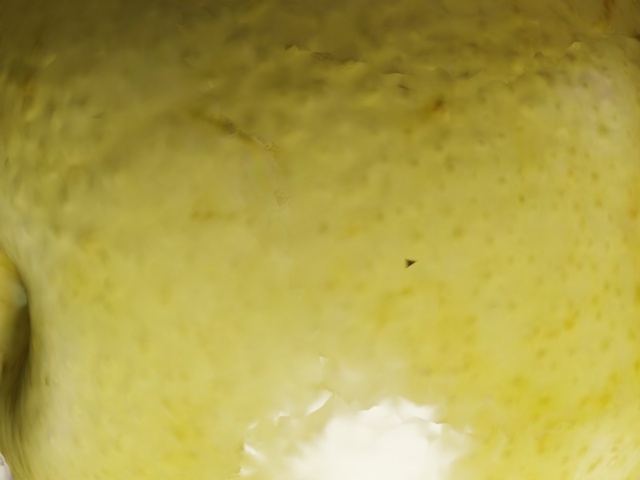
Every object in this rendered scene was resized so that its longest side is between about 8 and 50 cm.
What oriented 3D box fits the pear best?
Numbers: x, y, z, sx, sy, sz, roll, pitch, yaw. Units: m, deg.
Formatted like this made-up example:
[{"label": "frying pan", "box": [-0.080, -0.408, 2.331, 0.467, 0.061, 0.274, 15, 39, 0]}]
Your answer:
[{"label": "pear", "box": [0.000, 0.000, 0.742, 0.348, 0.348, 0.348, 8, 143, 6]}]
